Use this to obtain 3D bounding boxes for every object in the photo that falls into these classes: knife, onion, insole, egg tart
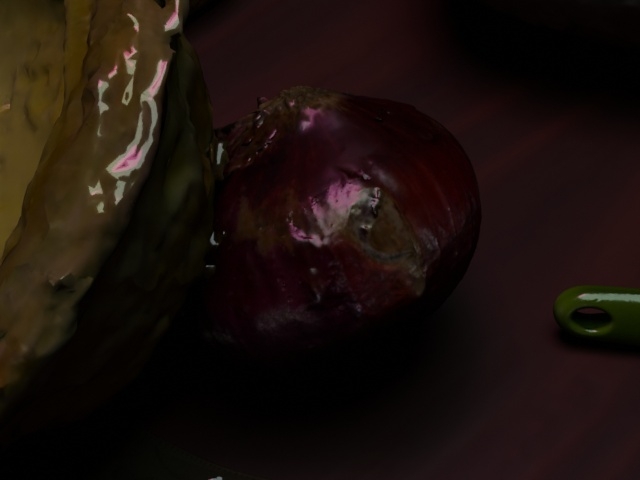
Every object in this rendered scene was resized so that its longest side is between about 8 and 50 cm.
[{"bbox_3d":[0.167,0.033,0.557,0.184,0.022,0.026,6,22,3],"label":"knife"},{"bbox_3d":[0.000,0.000,0.538,0.107,0.097,0.107,-27,23,13],"label":"onion"},{"bbox_3d":[-0.035,0.081,0.520,0.135,0.002,0.045,25,52,19],"label":"insole"},{"bbox_3d":[-0.098,-0.017,0.510,0.090,0.212,0.212,20,35,-40],"label":"egg tart"}]

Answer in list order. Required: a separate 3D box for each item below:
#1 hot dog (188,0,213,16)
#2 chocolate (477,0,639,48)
[{"bbox_3d":[-0.060,-0.100,0.661,0.090,0.030,0.034,-23,54,-20],"label":"hot dog"},{"bbox_3d":[0.186,-0.138,0.658,0.303,0.100,0.185,7,59,8],"label":"chocolate"}]
